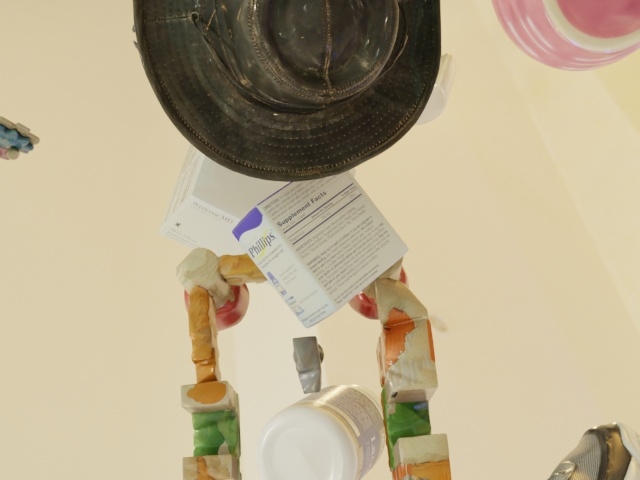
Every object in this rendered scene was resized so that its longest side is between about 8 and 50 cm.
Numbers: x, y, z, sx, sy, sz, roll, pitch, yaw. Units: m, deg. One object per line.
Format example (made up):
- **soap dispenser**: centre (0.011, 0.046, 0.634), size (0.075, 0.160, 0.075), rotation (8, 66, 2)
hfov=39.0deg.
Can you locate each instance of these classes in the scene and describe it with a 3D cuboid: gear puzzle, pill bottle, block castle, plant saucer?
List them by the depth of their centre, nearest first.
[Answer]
- **block castle**: centre (-0.013, 0.228, 1.081), size (0.303, 0.213, 0.453), rotation (-5, -108, 0)
- **plant saucer**: centre (0.406, -0.401, 1.291), size (0.332, 0.332, 0.084), rotation (13, -161, -23)
- **pill bottle**: centre (0.016, 0.307, 1.397), size (0.153, 0.153, 0.265), rotation (41, -167, 13)
- **gear puzzle**: centre (-0.627, -0.215, 1.440), size (0.339, 0.175, 0.044), rotation (32, -115, -36)

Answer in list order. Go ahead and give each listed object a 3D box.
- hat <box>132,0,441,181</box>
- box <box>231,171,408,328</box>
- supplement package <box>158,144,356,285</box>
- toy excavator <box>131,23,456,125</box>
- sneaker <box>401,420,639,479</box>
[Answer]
- **hat**: centre (-0.017, -0.219, 0.807), size (0.331, 0.331, 0.134), rotation (23, 178, -11)
- **box**: centre (0.000, 0.000, 0.969), size (0.126, 0.072, 0.137), rotation (-37, -91, -35)
- **supplement package**: centre (-0.100, -0.065, 1.495), size (0.262, 0.145, 0.204), rotation (26, -126, -18)
- **toy excavator**: centre (-0.044, -0.354, 1.346), size (0.445, 0.433, 0.222), rotation (5, -130, 22)
- **sneaker**: centre (0.139, 0.211, 0.690), size (0.153, 0.101, 0.268), rotation (39, -121, 8)
